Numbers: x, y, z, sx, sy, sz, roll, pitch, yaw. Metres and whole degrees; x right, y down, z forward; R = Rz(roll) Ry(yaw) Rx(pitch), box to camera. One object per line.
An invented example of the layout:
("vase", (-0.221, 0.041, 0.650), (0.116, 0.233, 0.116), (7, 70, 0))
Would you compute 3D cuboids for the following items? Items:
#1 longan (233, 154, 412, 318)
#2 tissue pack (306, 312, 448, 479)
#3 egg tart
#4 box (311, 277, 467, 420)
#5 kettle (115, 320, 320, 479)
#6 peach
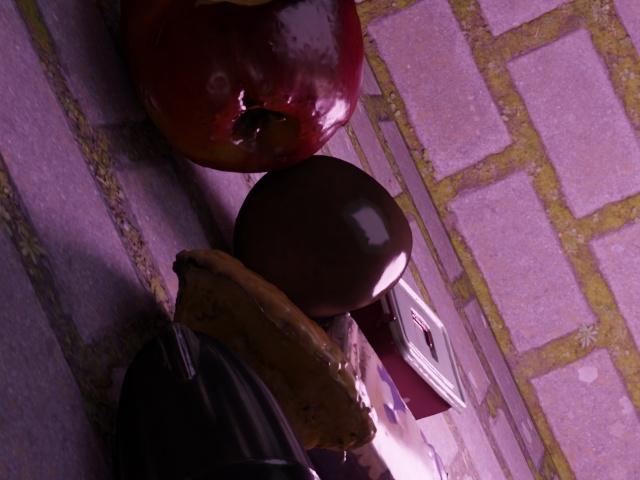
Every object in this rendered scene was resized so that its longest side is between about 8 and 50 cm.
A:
("longan", (0.000, 0.000, 2.119), (0.258, 0.258, 0.258), (57, 18, -29))
("tissue pack", (0.067, 0.304, 2.125), (0.343, 0.125, 0.242), (58, 19, -21))
("egg tart", (-0.080, 0.155, 1.723), (0.341, 0.132, 0.341), (39, -20, 17))
("box", (0.102, 0.183, 2.349), (0.294, 0.167, 0.193), (47, 25, -50))
("kettle", (-0.115, 0.218, 1.531), (0.251, 0.207, 0.271), (34, 26, -50))
("peach", (-0.124, -0.297, 2.059), (0.353, 0.339, 0.416), (109, -29, -54))
